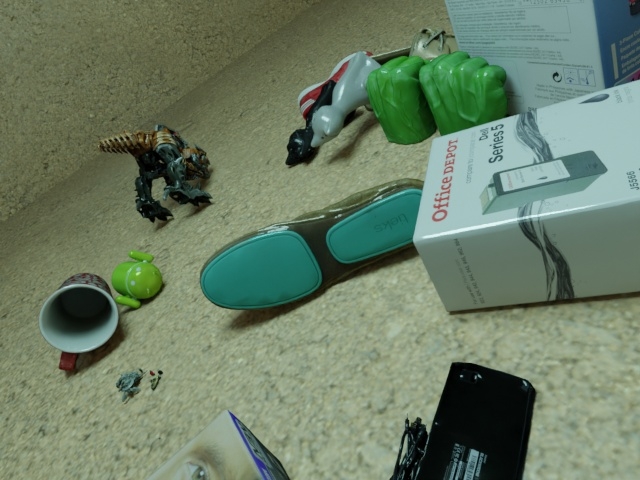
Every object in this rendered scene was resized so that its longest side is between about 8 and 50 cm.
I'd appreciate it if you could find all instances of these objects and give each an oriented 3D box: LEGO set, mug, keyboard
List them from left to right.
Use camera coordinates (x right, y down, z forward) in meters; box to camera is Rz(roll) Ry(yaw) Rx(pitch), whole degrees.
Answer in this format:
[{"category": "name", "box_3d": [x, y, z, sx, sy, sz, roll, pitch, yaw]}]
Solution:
[{"category": "mug", "box_3d": [-0.427, 0.128, 0.835, 0.150, 0.113, 0.169, -49, 22, -10]}, {"category": "LEGO set", "box_3d": [-0.267, 0.199, 0.690, 0.083, 0.023, 0.054, -26, 32, 9]}, {"category": "keyboard", "box_3d": [0.106, 0.187, 0.390, 0.100, 0.038, 0.192, 16, 50, 22]}]

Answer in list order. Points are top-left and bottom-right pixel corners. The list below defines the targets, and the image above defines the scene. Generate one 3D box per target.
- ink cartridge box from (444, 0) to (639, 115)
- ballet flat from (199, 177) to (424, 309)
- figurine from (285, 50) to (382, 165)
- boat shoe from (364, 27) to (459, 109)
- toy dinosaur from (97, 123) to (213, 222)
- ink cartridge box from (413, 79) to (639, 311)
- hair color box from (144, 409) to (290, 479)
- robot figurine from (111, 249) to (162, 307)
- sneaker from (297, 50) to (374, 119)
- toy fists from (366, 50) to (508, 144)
[{"category": "ink cartridge box", "box_3d": [0.294, -0.363, 0.631, 0.151, 0.395, 0.270, -37, 32, -8]}, {"category": "ballet flat", "box_3d": [0.000, 0.000, 0.673, 0.343, 0.116, 0.124, -25, 12, 11]}, {"category": "figurine", "box_3d": [0.022, -0.253, 0.976, 0.209, 0.092, 0.215, -55, 15, -20]}, {"category": "boat shoe", "box_3d": [0.220, -0.363, 0.969, 0.341, 0.110, 0.121, -11, 37, 31]}, {"category": "toy dinosaur", "box_3d": [-0.365, -0.168, 1.089, 0.322, 0.218, 0.164, -4, -14, -46]}, {"category": "ink cartridge box", "box_3d": [0.250, -0.047, 0.497, 0.273, 0.114, 0.198, -12, 37, 30]}, {"category": "hair color box", "box_3d": [-0.147, 0.315, 0.349, 0.339, 0.110, 0.185, -38, 31, -13]}, {"category": "robot figurine", "box_3d": [-0.338, 0.072, 0.886, 0.115, 0.067, 0.101, 1, 72, 41]}, {"category": "sneaker", "box_3d": [0.048, -0.354, 1.154, 0.221, 0.087, 0.128, -34, 38, 21]}, {"category": "toy fists", "box_3d": [0.185, -0.239, 0.797, 0.096, 0.142, 0.279, -42, 33, -16]}]
